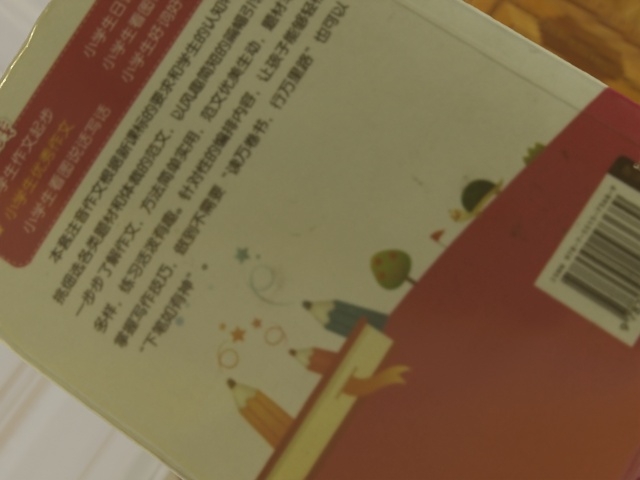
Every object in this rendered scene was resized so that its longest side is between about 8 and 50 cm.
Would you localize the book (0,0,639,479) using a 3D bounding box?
[{"bbox_3d":[0.000,0.000,0.456,0.232,0.162,0.022,34,179,19],"label":"book"}]
